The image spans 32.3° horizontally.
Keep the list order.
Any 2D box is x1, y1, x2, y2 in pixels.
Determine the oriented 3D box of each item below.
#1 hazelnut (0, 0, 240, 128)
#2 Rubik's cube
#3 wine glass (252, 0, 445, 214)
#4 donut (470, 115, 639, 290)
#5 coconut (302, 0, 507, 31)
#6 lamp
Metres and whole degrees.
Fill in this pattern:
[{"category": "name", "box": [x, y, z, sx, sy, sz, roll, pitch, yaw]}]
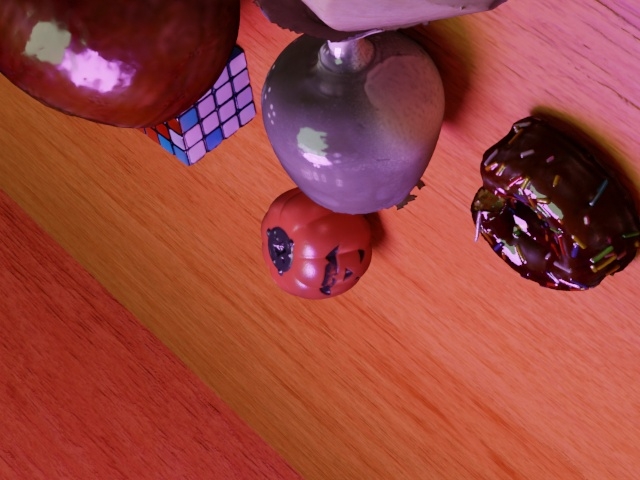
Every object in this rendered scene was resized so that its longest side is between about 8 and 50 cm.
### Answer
[{"category": "hazelnut", "box": [-0.299, -0.357, 1.526, 0.420, 0.352, 0.421, 25, 131, 32]}, {"category": "Rubik's cube", "box": [-0.216, -0.245, 1.784, 0.151, 0.154, 0.155, 35, 154, 29]}, {"category": "wine glass", "box": [0.041, -0.190, 1.313, 0.238, 0.238, 0.323, 37, 157, 27]}, {"category": "donut", "box": [0.268, -0.027, 1.312, 0.216, 0.096, 0.230, 48, 157, 4]}, {"category": "coconut", "box": [0.072, -0.331, 0.958, 0.323, 0.323, 0.323, 40, 156, 22]}, {"category": "lamp", "box": [0.000, 0.000, 1.770, 0.187, 0.163, 0.188, 28, 125, 48]}]
